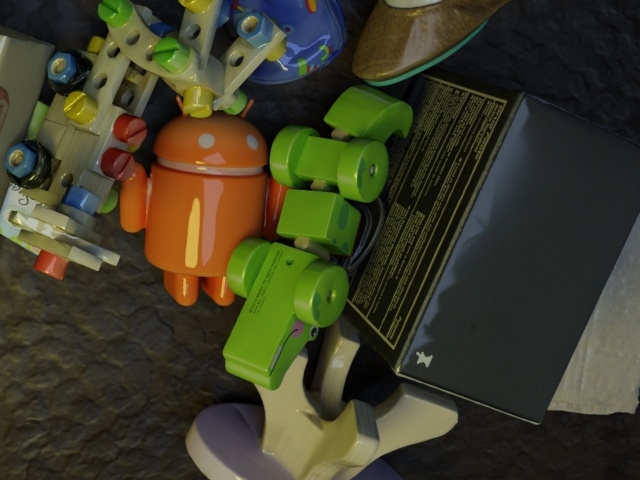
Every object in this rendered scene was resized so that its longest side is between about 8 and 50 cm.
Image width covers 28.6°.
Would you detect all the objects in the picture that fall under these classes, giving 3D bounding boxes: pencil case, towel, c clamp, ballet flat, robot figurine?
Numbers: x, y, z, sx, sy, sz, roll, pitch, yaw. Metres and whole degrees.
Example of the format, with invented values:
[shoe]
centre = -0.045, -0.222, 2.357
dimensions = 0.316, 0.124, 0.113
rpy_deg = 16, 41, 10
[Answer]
[pencil case]
centre = -0.055, -0.299, 1.234
dimensions = 0.119, 0.133, 0.306
rpy_deg = -48, 139, -32
[towel]
centre = 0.319, 0.072, 1.509
dimensions = 0.187, 0.049, 0.282
rpy_deg = 8, 100, -17
[c clamp]
centre = 0.000, 0.000, 1.369
dimensions = 0.022, 0.160, 0.137
rpy_deg = 32, 71, -44
[ballet flat]
centre = 0.167, -0.294, 1.334
dimensions = 0.342, 0.116, 0.124
rpy_deg = -29, 130, -9
[robot figurine]
centre = -0.122, -0.043, 1.327
dimensions = 0.158, 0.128, 0.219
rpy_deg = 10, 102, 16

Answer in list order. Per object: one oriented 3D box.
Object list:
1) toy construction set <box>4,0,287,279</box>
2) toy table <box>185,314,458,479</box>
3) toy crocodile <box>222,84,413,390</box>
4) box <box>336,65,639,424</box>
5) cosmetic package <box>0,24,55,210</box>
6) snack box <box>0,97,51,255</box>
[toy construction set]
centre = -0.190, -0.103, 1.210
dimensions = 0.328, 0.215, 0.151
rpy_deg = -59, 146, -19
[toy table]
centre = 0.009, 0.204, 1.377
dimensions = 0.274, 0.252, 0.161
rpy_deg = 16, 116, -25
[toy crocodile]
centre = -0.004, -0.009, 1.292
dimensions = 0.105, 0.115, 0.340
rpy_deg = 38, 69, -54
[box]
centre = 0.165, -0.008, 1.320
dimensions = 0.182, 0.294, 0.296
rpy_deg = 22, 98, -18
[cosmetic package]
centre = -0.391, -0.081, 1.230
dimensions = 0.153, 0.129, 0.296
rpy_deg = 20, 97, 6
[snack box]
centre = -0.294, -0.066, 1.326
dimensions = 0.100, 0.037, 0.141
rpy_deg = 33, 93, -18
